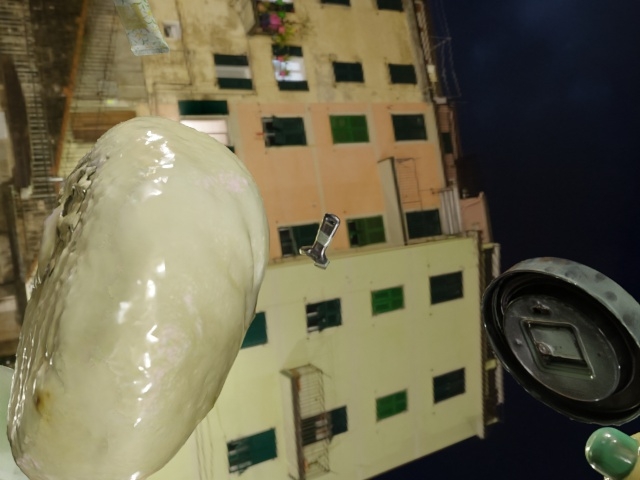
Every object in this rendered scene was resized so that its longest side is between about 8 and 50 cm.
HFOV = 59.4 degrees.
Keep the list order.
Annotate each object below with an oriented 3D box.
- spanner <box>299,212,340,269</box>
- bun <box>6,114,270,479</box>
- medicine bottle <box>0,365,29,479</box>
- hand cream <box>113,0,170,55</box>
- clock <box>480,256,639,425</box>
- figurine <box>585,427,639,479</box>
[{"bbox_3d":[0.000,0.000,1.374,0.087,0.024,0.316,31,-22,4],"label":"spanner"},{"bbox_3d":[-0.131,0.042,0.423,0.273,0.168,0.273,-44,-145,43],"label":"bun"},{"bbox_3d":[-0.348,0.216,0.554,0.143,0.147,0.147,-40,-130,4],"label":"medicine bottle"},{"bbox_3d":[-0.283,-0.361,0.816,0.042,0.067,0.195,-78,160,-46],"label":"hand cream"},{"bbox_3d":[0.520,0.211,1.191,0.386,0.076,0.386,38,-34,32],"label":"clock"},{"bbox_3d":[0.307,0.246,0.362,0.124,0.222,0.324,-57,-166,13],"label":"figurine"}]
